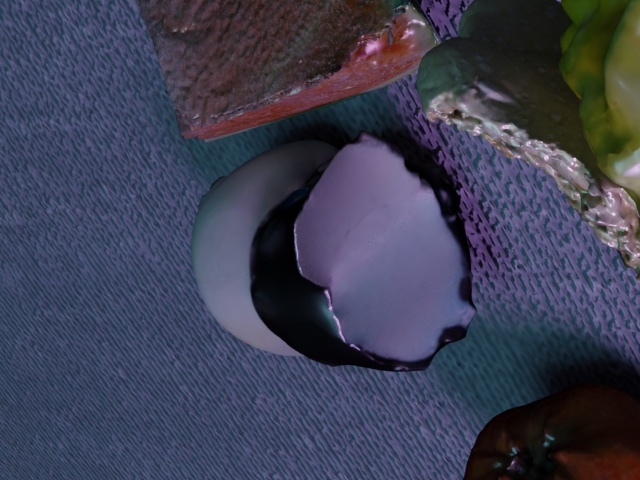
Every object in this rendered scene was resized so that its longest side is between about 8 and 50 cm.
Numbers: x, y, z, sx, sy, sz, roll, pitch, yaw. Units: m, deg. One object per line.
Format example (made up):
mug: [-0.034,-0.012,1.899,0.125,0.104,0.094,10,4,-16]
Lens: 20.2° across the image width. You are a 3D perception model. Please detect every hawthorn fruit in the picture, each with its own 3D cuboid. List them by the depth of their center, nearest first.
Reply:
hawthorn fruit: [0.187,0.187,1.167,0.162,0.163,0.203,1,151,45]

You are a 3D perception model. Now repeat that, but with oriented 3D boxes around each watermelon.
watermelon: [-0.024,-0.149,1.041,0.231,0.128,0.146,-18,88,38]

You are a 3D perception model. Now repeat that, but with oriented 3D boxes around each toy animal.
toy animal: [0.000,0.000,1.151,0.179,0.138,0.166,9,115,50]

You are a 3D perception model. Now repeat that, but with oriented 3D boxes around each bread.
bread: [0.172,-0.043,0.881,0.251,0.182,0.039,38,132,7]

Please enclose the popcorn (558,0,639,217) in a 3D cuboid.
popcorn: [0.228,-0.087,0.735,0.242,0.235,0.250,52,137,17]
